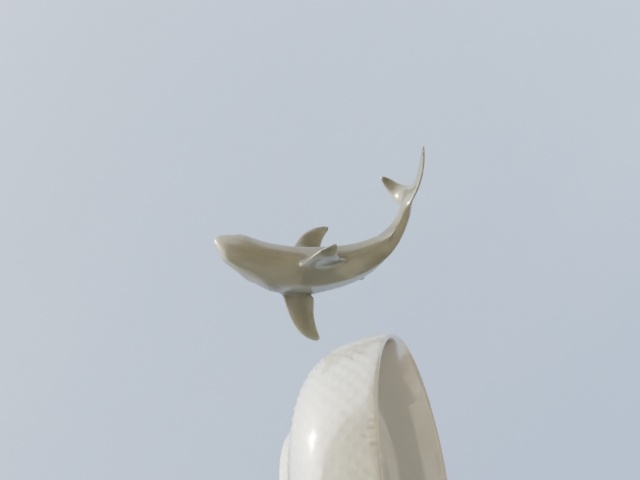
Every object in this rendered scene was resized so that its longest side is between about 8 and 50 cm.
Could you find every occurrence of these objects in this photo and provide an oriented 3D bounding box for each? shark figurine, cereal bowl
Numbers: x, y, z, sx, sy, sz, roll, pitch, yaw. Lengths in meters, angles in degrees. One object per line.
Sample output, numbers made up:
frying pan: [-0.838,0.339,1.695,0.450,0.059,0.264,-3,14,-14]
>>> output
shark figurine: [0.029,0.005,1.345,0.278,0.116,0.166,-23,-109,-11]
cereal bowl: [0.045,0.279,1.241,0.141,0.339,0.339,-12,-86,14]
